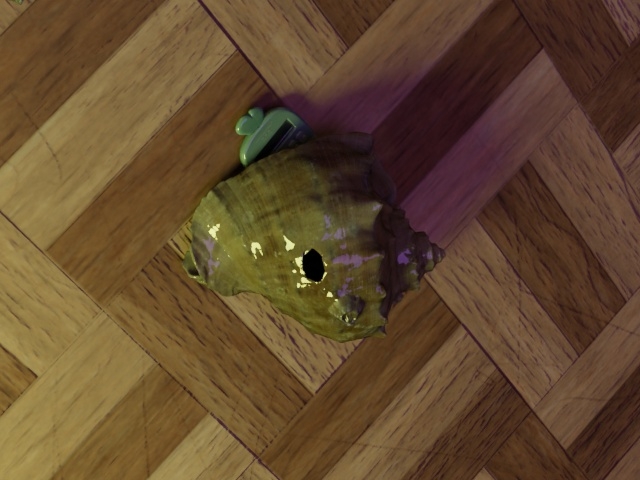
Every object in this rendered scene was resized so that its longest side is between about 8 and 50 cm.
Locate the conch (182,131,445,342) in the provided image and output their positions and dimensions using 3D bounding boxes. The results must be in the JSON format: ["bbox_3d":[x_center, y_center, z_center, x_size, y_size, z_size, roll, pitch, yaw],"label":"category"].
[{"bbox_3d":[0.007,0.002,1.791,0.324,0.186,0.263,-6,105,-31],"label":"conch"}]

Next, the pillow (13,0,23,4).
[{"bbox_3d":[-0.333,-0.355,1.479,0.169,0.059,0.255,-34,130,14],"label":"pillow"}]

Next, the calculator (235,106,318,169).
[{"bbox_3d":[-0.050,-0.111,1.808,0.095,0.021,0.153,-52,127,-6],"label":"calculator"}]
